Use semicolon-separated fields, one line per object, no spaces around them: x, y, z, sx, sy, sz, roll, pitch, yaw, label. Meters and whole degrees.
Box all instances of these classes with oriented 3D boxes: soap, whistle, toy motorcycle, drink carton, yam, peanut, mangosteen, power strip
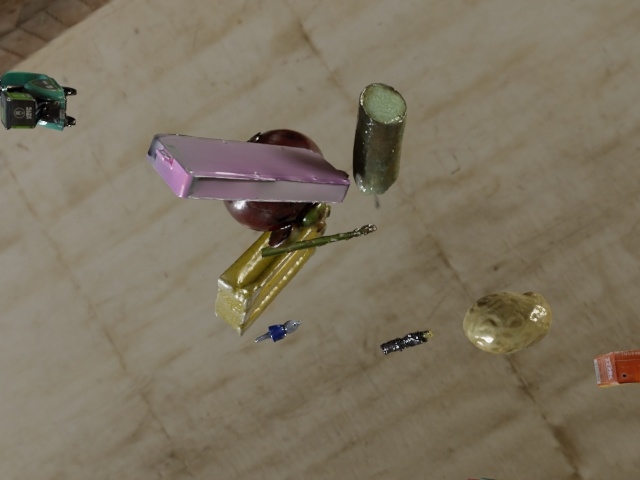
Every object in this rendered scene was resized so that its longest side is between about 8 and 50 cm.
-0.108;0.049;1.756;0.315;0.091;0.199;-48;166;-29;soap
-0.071;0.156;1.325;0.083;0.029;0.033;-22;165;-2;whistle
-0.369;-0.180;0.984;0.100;0.058;0.173;-3;-156;-31;toy motorcycle
0.645;0.268;1.630;0.096;0.071;0.223;-6;167;9;drink carton
0.078;-0.134;1.047;0.070;0.070;0.146;-30;141;-31;yam
0.347;0.147;1.424;0.159;0.109;0.140;-22;-149;-19;peanut
-0.063;-0.082;1.266;0.200;0.200;0.200;-31;177;-2;mangosteen
-0.088;-0.090;1.000;0.279;0.109;0.037;0;122;-40;power strip

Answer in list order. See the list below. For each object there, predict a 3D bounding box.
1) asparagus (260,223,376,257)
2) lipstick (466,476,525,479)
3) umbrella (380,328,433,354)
0.000;0.000;1.546;0.248;0.025;0.024;-13;162;-15;asparagus
0.440;0.580;1.805;0.312;0.051;0.051;-17;-126;59;lipstick
0.218;0.254;1.950;0.144;0.037;0.040;-23;150;30;umbrella
